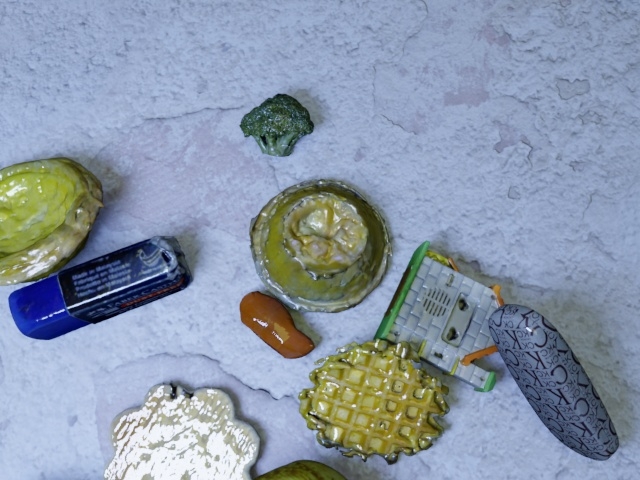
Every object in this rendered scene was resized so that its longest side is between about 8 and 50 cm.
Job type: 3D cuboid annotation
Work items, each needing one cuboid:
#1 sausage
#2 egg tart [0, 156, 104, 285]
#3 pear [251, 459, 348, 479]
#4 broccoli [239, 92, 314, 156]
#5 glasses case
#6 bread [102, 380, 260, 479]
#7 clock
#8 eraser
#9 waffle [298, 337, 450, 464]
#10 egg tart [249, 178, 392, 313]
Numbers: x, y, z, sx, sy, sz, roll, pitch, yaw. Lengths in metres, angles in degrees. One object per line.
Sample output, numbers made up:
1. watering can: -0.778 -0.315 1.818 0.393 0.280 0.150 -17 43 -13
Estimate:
1. sausage: -0.092 0.178 1.128 0.179 0.089 0.089 40 77 16
2. egg tart: -0.586 -0.022 1.115 0.345 0.132 0.345 -7 47 7
3. pear: -0.034 0.518 0.931 0.283 0.283 0.284 0 74 -1
4. broccoli: -0.099 -0.259 1.239 0.162 0.146 0.138 2 105 -15
5. glasses case: 0.431 0.265 1.028 0.085 0.137 0.355 -38 105 -17
6. bread: -0.265 0.427 1.068 0.315 0.054 0.316 0 72 -1
7. clock: 0.271 0.161 1.135 0.255 0.106 0.220 28 76 2
8. eraser: -0.430 0.095 1.109 0.332 0.155 0.102 -22 77 -7
9. waffle: 0.105 0.319 1.068 0.280 0.060 0.262 -30 95 7
10. egg tart: 0.000 0.000 1.163 0.314 0.120 0.315 1 72 -3
